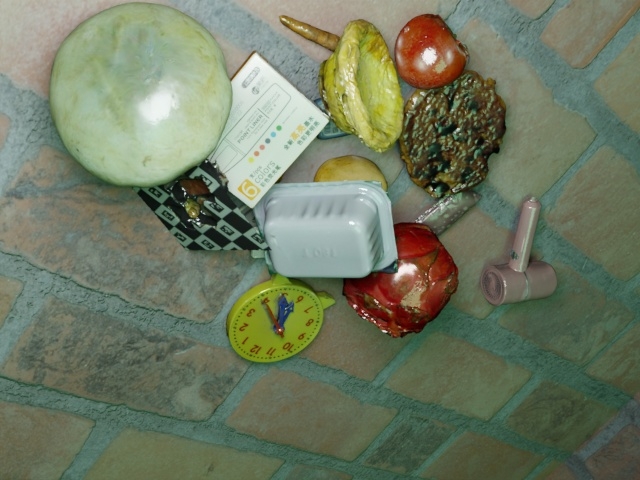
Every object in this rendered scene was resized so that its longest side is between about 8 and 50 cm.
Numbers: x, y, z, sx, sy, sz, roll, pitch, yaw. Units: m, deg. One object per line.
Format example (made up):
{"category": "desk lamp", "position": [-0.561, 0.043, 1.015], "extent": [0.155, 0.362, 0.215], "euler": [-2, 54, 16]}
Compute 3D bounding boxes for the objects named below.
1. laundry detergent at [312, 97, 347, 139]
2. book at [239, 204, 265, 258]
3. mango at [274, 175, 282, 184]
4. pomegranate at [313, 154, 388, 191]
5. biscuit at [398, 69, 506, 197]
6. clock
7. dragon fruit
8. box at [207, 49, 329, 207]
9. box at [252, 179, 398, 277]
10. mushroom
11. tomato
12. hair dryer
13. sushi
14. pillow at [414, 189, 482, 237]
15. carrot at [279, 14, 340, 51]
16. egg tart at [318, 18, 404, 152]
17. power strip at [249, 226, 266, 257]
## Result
{"category": "laundry detergent", "position": [0.082, -0.295, 1.444], "extent": [0.206, 0.061, 0.097], "euler": [-11, 96, -15]}
{"category": "book", "position": [-0.139, -0.035, 1.574], "extent": [0.127, 0.014, 0.182], "euler": [-37, 129, 6]}
{"category": "mango", "position": [-0.138, -0.172, 1.455], "extent": [0.079, 0.057, 0.114], "euler": [-42, 119, 18]}
{"category": "pomegranate", "position": [0.081, -0.120, 1.512], "extent": [0.196, 0.196, 0.196], "euler": [-11, 127, -15]}
{"category": "biscuit", "position": [0.329, -0.271, 1.565], "extent": [0.289, 0.081, 0.334], "euler": [-20, 124, -8]}
{"category": "clock", "position": [-0.119, 0.231, 1.732], "extent": [0.277, 0.071, 0.294], "euler": [23, 112, -34]}
{"category": "dragon fruit", "position": [0.213, 0.104, 1.640], "extent": [0.301, 0.296, 0.296], "euler": [-37, 129, 4]}
{"category": "box", "position": [-0.145, -0.237, 1.346], "extent": [0.220, 0.091, 0.274], "euler": [37, 105, -17]}
{"category": "box", "position": [0.000, 0.000, 1.444], "extent": [0.336, 0.106, 0.264], "euler": [0, 126, 18]}
{"category": "mushroom", "position": [-0.334, -0.271, 1.166], "extent": [0.351, 0.353, 0.260], "euler": [-23, 172, -7]}
{"category": "tomato", "position": [0.243, -0.411, 1.382], "extent": [0.167, 0.167, 0.167], "euler": [-11, 127, -15]}
{"category": "hair dryer", "position": [0.633, 0.030, 1.889], "extent": [0.210, 0.125, 0.353], "euler": [-5, 118, -21]}
{"category": "sushi", "position": [-0.270, -0.087, 1.378], "extent": [0.292, 0.293, 0.059], "euler": [56, 48, -38]}
{"category": "pillow", "position": [0.360, -0.084, 1.731], "extent": [0.185, 0.043, 0.118], "euler": [-47, 130, 13]}
{"category": "carrot", "position": [-0.017, -0.442, 1.326], "extent": [0.165, 0.036, 0.036], "euler": [14, 117, -29]}
{"category": "egg tart", "position": [0.082, -0.322, 1.316], "extent": [0.123, 0.294, 0.294], "euler": [-9, 136, 28]}
{"category": "power strip", "position": [-0.091, 0.001, 1.588], "extent": [0.191, 0.035, 0.082], "euler": [-4, 124, -21]}
